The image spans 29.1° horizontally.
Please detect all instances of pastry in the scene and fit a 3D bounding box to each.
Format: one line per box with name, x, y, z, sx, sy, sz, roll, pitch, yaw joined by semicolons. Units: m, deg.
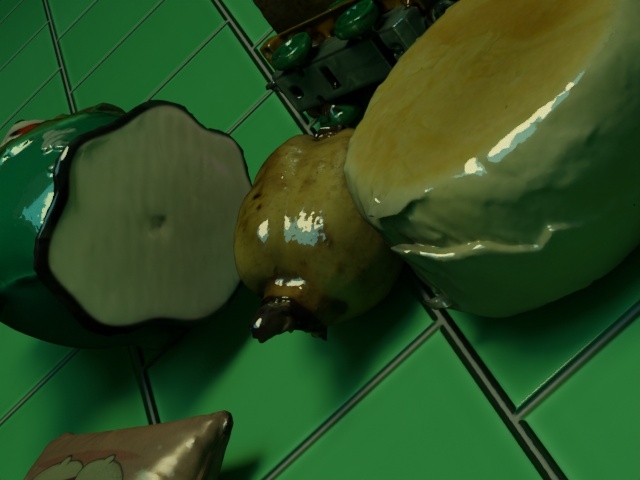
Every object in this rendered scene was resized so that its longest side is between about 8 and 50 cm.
pastry;0.133;-0.074;0.814;0.265;0.133;0.264;-30;35;24

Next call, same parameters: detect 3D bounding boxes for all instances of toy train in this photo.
toy train;0.043;-0.182;1.115;0.228;0.091;0.136;-17;31;44

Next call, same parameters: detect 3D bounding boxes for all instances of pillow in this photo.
pillow;-0.174;0.227;0.905;0.236;0.084;0.223;-9;46;43

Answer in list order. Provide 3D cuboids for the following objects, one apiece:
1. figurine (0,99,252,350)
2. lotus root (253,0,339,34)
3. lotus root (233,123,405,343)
figurine;-0.207;-0.008;1.116;0.324;0.231;0.340;-31;14;-23
lotus root;0.048;-0.370;1.277;0.260;0.149;0.267;-26;39;34
lotus root;0.000;0.000;0.914;0.125;0.118;0.220;-18;39;28
